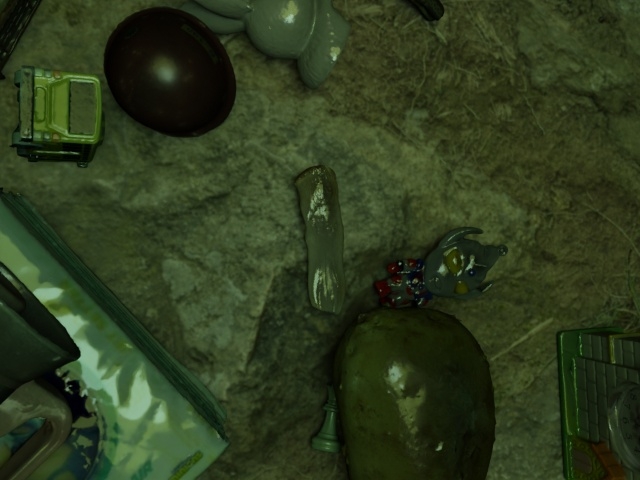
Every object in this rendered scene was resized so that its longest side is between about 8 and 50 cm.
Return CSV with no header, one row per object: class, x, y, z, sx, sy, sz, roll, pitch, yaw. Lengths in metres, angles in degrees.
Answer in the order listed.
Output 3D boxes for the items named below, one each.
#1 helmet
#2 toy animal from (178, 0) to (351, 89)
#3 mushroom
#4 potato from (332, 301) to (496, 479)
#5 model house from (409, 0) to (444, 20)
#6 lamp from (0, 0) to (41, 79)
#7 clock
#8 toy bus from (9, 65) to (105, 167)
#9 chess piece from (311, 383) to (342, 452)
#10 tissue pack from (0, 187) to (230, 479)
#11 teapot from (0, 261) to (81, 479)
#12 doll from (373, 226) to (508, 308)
helmet,-0.184,-0.188,0.867,0.155,0.106,0.175,-33,118,10
toy animal,-0.075,-0.298,0.917,0.221,0.104,0.130,26,84,-11
mushroom,0.004,0.000,0.958,0.059,0.054,0.202,-8,95,-7
potato,0.118,0.229,0.907,0.210,0.173,0.307,-3,91,-34
model house,0.117,-0.450,0.954,0.279,0.205,0.218,39,81,-39
lamp,-0.357,-0.362,0.865,0.089,0.090,0.325,27,82,-10
clock,0.430,0.234,0.936,0.106,0.255,0.219,-2,88,-13
toy bus,-0.303,-0.138,0.829,0.101,0.175,0.088,0,88,-20
chess piece,0.014,0.234,0.956,0.042,0.042,0.093,12,79,-12
tissue pack,-0.330,0.177,0.816,0.287,0.162,0.388,-43,98,-10
teapot,-0.392,0.166,0.617,0.344,0.253,0.300,-44,132,-12
doll,0.170,0.044,0.984,0.195,0.062,0.104,-21,92,-6
